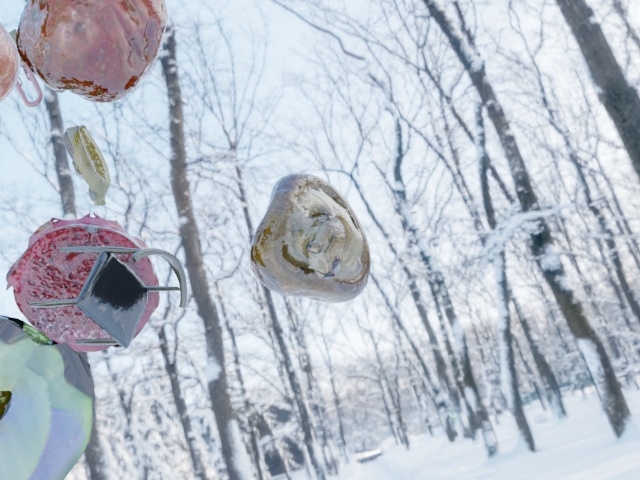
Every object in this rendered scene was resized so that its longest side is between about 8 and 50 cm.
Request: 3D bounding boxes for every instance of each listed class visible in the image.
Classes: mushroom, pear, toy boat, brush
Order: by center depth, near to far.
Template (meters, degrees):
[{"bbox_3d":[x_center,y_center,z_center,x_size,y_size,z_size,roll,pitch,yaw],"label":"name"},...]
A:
[{"bbox_3d":[-0.404,-0.131,1.186,0.049,0.149,0.047,-28,-6,25],"label":"toy boat"},{"bbox_3d":[-0.673,0.340,1.354,0.398,0.399,0.165,0,-3,-44],"label":"pear"},{"bbox_3d":[0.000,0.000,1.570,0.345,0.346,0.259,0,-20,-46],"label":"mushroom"},{"bbox_3d":[-0.859,-0.482,1.950,0.103,0.233,0.047,-30,-13,3],"label":"brush"}]

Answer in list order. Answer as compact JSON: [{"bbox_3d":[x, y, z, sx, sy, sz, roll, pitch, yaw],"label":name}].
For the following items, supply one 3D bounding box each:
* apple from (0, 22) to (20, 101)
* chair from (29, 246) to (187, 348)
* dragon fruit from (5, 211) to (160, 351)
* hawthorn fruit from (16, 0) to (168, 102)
[{"bbox_3d":[-0.777,-0.391,1.445,0.242,0.242,0.241,-19,20,8],"label":"apple"},{"bbox_3d":[-0.433,0.114,1.430,0.272,0.166,0.188,-6,-41,26],"label":"chair"},{"bbox_3d":[-0.624,0.098,1.847,0.386,0.371,0.249,12,15,-13],"label":"dragon fruit"},{"bbox_3d":[-0.393,-0.371,1.191,0.261,0.258,0.258,-33,-19,9],"label":"hawthorn fruit"}]
